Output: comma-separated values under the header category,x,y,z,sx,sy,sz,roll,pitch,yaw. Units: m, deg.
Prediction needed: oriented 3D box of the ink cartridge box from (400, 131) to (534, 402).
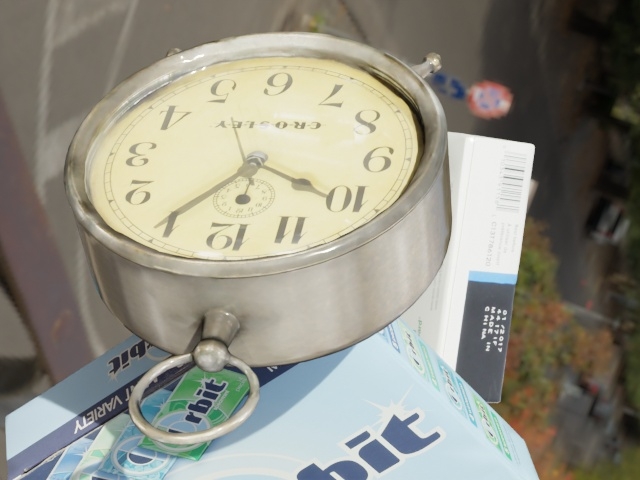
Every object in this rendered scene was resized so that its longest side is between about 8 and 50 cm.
category,x,y,z,sx,sy,sz,roll,pitch,yaw
ink cartridge box,0.000,0.000,0.982,0.065,0.333,0.165,4,95,-39

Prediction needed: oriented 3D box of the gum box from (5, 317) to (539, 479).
category,x,y,z,sx,sy,sz,roll,pitch,yaw
gum box,-0.015,0.095,0.620,0.157,0.041,0.184,-33,131,16

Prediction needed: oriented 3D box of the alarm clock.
category,x,y,z,sx,sy,sz,roll,pitch,yaw
alarm clock,-0.023,-0.001,0.485,0.192,0.129,0.064,-72,161,-49
